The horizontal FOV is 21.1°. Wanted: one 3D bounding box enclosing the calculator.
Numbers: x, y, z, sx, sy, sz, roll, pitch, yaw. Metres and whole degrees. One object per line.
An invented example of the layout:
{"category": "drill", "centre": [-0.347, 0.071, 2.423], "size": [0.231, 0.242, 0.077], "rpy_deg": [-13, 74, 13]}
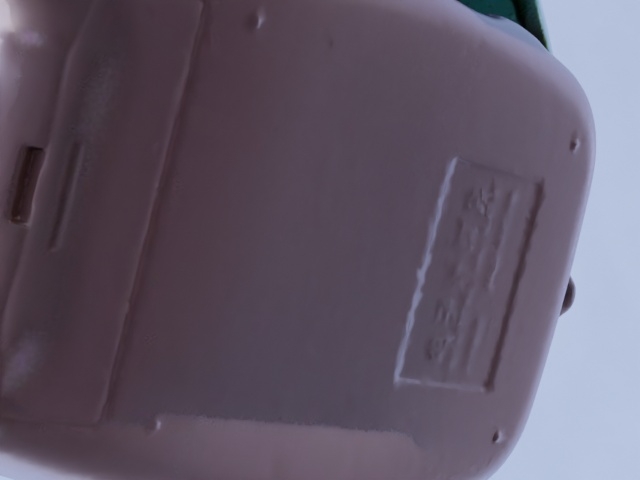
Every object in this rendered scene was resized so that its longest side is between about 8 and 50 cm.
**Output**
{"category": "calculator", "centre": [0.000, 0.000, 0.631], "size": [0.330, 0.048, 0.220], "rpy_deg": [11, -87, -46]}

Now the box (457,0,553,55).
{"category": "box", "centre": [-0.002, -0.065, 0.812], "size": [0.226, 0.042, 0.161], "rpy_deg": [-14, -52, 9]}
